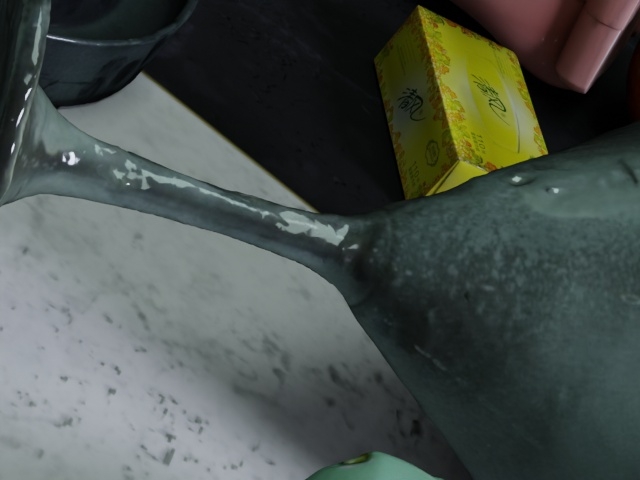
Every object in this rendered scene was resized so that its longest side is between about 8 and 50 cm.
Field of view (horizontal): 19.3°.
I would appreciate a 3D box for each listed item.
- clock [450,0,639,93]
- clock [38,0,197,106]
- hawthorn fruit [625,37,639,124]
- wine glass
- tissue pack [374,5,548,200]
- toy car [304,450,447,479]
[{"bbox_3d":[0.161,-0.238,1.538,0.241,0.142,0.227,33,30,7],"label":"clock"},{"bbox_3d":[-0.221,-0.213,1.158,0.318,0.066,0.319,26,34,-20],"label":"clock"},{"bbox_3d":[0.382,-0.108,1.486,0.284,0.284,0.284,27,34,-20],"label":"hawthorn fruit"},{"bbox_3d":[0.000,0.000,0.957,0.406,0.267,0.267,19,37,-26],"label":"wine glass"},{"bbox_3d":[0.103,-0.079,1.332,0.095,0.062,0.176,22,37,-26],"label":"tissue pack"},{"bbox_3d":[0.089,0.202,0.895,0.305,0.136,0.125,31,30,-13],"label":"toy car"}]
